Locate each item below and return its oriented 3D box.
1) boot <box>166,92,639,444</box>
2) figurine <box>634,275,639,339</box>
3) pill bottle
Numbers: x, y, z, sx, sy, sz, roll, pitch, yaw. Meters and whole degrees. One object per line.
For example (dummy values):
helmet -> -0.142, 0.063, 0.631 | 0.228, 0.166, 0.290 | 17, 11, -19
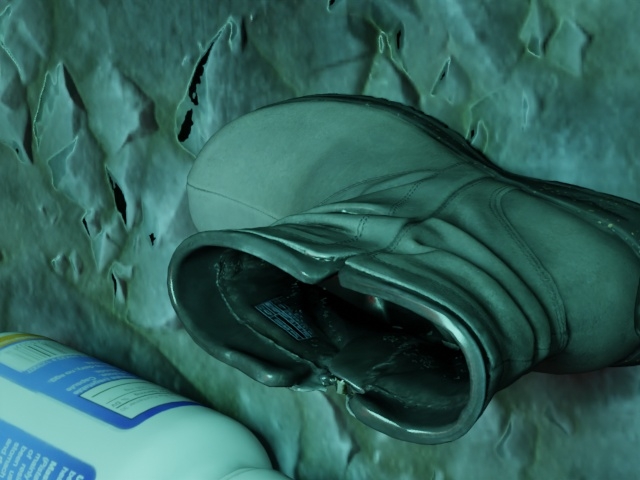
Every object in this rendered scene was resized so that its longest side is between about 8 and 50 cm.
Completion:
boot -> 0.000, 0.000, 0.932 | 0.338, 0.223, 0.118 | 13, 106, 41
figurine -> 0.244, -0.049, 0.795 | 0.215, 0.092, 0.209 | 5, 96, 41
pill bottle -> -0.124, 0.162, 1.124 | 0.272, 0.152, 0.152 | 19, 110, 40
